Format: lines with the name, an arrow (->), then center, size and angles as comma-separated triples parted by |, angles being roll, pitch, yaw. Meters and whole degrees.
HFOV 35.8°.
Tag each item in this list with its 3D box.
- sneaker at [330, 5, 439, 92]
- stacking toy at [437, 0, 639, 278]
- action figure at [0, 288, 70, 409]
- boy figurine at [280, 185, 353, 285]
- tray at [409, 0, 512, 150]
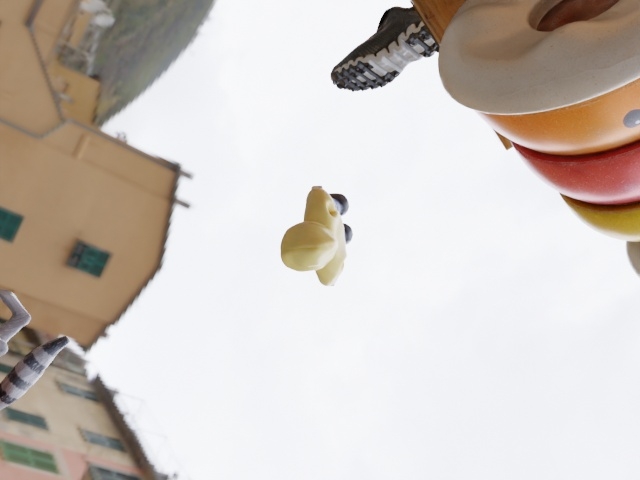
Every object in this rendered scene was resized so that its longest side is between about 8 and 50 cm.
sneaker -> 0.114, -0.325, 1.626 | 0.234, 0.078, 0.106 | -24, -130, 37
stacking toy -> 0.389, -0.122, 1.207 | 0.351, 0.479, 0.350 | -25, -148, 17
action figure -> -0.459, 0.252, 1.245 | 0.330, 0.179, 0.341 | -65, -157, 6
boy figurine -> 0.000, 0.000, 1.685 | 0.285, 0.092, 0.177 | -56, 139, -73
tray -> 0.233, -0.345, 1.348 | 0.203, 0.411, 0.076 | -33, -159, 9
